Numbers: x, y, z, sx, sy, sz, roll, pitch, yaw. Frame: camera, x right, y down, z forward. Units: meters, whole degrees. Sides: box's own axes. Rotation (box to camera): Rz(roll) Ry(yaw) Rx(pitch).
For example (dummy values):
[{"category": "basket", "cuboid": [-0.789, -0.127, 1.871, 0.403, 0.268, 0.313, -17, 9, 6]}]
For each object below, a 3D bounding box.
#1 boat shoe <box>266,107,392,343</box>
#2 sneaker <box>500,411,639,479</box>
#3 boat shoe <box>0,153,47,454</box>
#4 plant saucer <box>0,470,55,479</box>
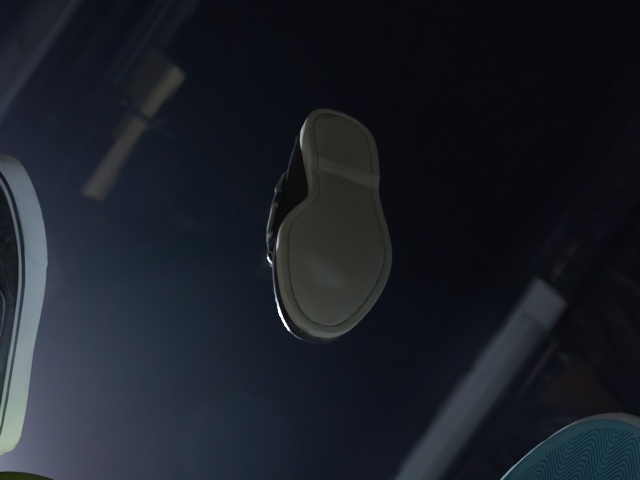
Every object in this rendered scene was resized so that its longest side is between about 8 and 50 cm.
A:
[{"category": "boat shoe", "cuboid": [0.000, 0.000, 0.968, 0.206, 0.075, 0.065, -85, 21, -48]}, {"category": "sneaker", "cuboid": [0.183, 0.251, 1.091, 0.208, 0.127, 0.319, -9, -53, -60]}, {"category": "boat shoe", "cuboid": [-0.337, 0.067, 1.424, 0.102, 0.108, 0.301, -5, -70, -46]}, {"category": "plant saucer", "cuboid": [-0.283, 0.327, 1.326, 0.241, 0.241, 0.037, -50, 1, -10]}]
